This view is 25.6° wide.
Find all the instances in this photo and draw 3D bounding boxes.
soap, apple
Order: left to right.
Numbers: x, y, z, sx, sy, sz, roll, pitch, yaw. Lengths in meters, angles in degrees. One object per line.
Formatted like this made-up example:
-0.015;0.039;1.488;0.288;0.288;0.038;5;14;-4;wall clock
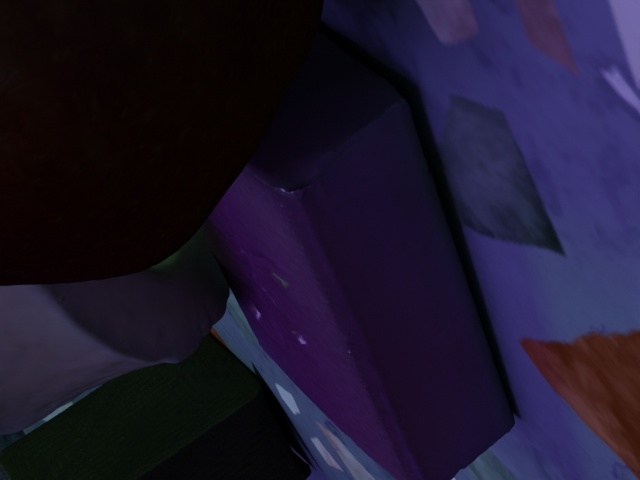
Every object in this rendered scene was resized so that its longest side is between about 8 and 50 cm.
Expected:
-0.144;-0.123;0.514;0.288;0.288;0.317;46;176;29;apple
-0.002;0.001;0.749;0.181;0.081;0.259;41;161;42;soap

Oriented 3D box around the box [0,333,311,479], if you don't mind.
-0.177;0.242;1.505;0.184;0.273;0.143;34;153;52;box

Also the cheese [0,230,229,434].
-0.204;-0.060;0.803;0.332;0.153;0.292;35;-144;-44;cheese
